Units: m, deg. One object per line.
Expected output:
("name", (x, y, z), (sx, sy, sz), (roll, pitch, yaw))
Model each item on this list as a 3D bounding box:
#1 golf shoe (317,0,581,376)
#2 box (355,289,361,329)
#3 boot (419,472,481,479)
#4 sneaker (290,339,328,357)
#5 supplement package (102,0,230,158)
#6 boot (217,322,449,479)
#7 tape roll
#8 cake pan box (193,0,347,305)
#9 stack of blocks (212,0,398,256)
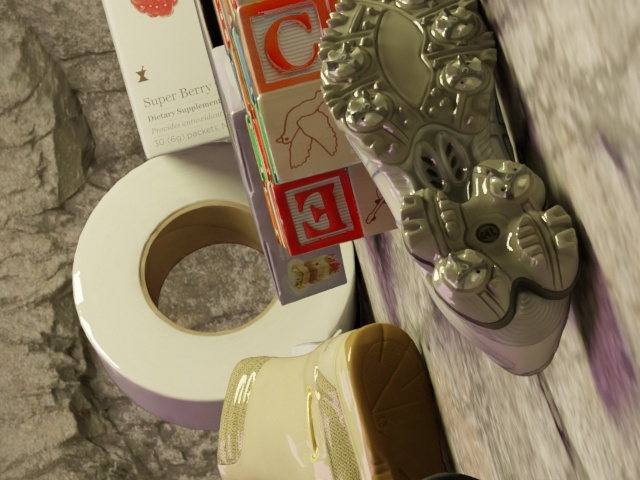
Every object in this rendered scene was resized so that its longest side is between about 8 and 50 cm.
("golf shoe", (0.047, -0.025, 0.602), (0.086, 0.069, 0.176), (69, -176, -54))
("box", (-0.016, 0.168, 1.703), (0.175, 0.051, 0.220), (83, -153, -70))
("boot", (0.076, 0.215, 0.820), (0.338, 0.118, 0.223), (87, 174, -55))
("sneaker", (0.028, 0.128, 1.376), (0.258, 0.094, 0.091), (136, 124, -86))
("supplement package", (-0.124, -0.246, 1.543), (0.175, 0.177, 0.293), (-123, 18, -82))
("boot", (0.010, 0.206, 1.222), (0.203, 0.095, 0.262), (-17, 83, 53))
("tape roll", (-0.102, 0.046, 1.602), (0.100, 0.286, 0.286), (83, 172, -64))
("cake pan box", (-0.051, -0.121, 1.277), (0.267, 0.070, 0.246), (77, 174, -53))
("stack of blocks", (0.002, -0.084, 0.885), (0.297, 0.087, 0.171), (-152, 47, -86))
